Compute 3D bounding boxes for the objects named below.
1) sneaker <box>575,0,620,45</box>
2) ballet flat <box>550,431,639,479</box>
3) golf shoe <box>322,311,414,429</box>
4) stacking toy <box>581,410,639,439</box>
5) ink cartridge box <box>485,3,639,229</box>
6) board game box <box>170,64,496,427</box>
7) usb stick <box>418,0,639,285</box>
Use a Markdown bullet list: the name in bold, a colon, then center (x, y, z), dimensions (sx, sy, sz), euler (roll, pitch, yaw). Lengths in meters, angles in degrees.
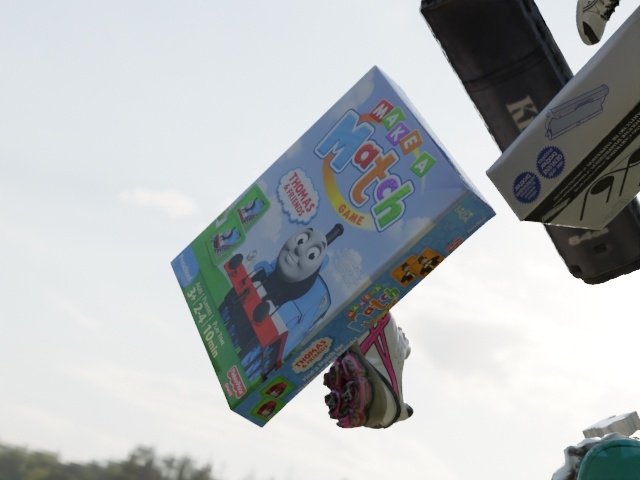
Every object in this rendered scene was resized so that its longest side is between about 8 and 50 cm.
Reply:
- **sneaker**: center (0.217, -0.187, 0.950), dimensions (0.037, 0.083, 0.032), euler (14, 5, 34)
- **ballet flat**: center (0.180, 0.322, 0.818), dimensions (0.147, 0.409, 0.147), euler (13, -36, 10)
- **golf shoe**: center (0.044, 0.090, 1.220), dimensions (0.086, 0.186, 0.067), euler (4, -18, -31)
- **stacking toy**: center (0.220, 0.264, 1.076), dimensions (0.221, 0.167, 0.052), euler (-23, -5, -22)
- **ink cartridge box**: center (0.200, -0.092, 0.742), dimensions (0.097, 0.046, 0.207), euler (3, -45, -48)
- **board game box**: center (0.000, 0.000, 0.859), dimensions (0.039, 0.211, 0.160), euler (37, 15, -40)
- **usb stick**: center (0.166, -0.085, 0.944), dimensions (0.077, 0.045, 0.278), euler (-26, -66, 18)
